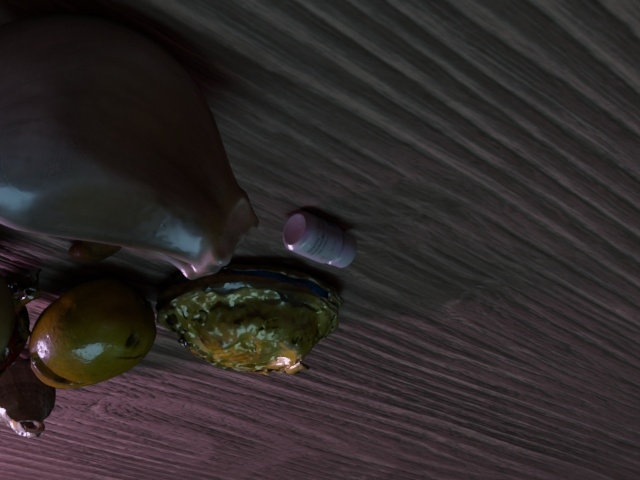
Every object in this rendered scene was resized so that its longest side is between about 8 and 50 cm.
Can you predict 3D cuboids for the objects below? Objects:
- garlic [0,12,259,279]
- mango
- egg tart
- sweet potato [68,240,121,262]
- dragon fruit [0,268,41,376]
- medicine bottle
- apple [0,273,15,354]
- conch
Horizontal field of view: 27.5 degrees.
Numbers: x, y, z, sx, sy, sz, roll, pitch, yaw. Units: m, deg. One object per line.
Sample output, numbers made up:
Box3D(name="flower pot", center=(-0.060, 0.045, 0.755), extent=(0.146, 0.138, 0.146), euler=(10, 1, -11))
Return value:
Box3D(name="garlic", center=(-0.253, -0.079, 1.238), extent=(0.340, 0.246, 0.231), euler=(0, 172, -38))
Box3D(name="mango", center=(-0.327, 0.140, 1.827), extent=(0.167, 0.130, 0.262), euler=(-17, 168, -27))
Box3D(name="egg tart", center=(-0.095, 0.123, 1.825), extent=(0.290, 0.107, 0.291), euler=(1, 156, 0))
Box3D(name="sweet potato", center=(-0.273, -0.017, 1.586), extent=(0.078, 0.058, 0.255), euler=(19, 157, -1))
Box3D(name="dragon fruit", center=(-0.448, 0.111, 1.802), extent=(0.125, 0.125, 0.246), euler=(24, 136, -24))
Box3D(name="medicine bottle", center=(0.000, 0.000, 1.613), extent=(0.089, 0.052, 0.052), euler=(23, 147, -39))
Box3D(name="apple", center=(-0.519, 0.100, 1.631), extent=(0.262, 0.262, 0.262), euler=(1, 156, 0))
Box3D(name="conch", center=(-0.493, 0.252, 2.080), extent=(0.155, 0.207, 0.130), euler=(22, 105, -28))
